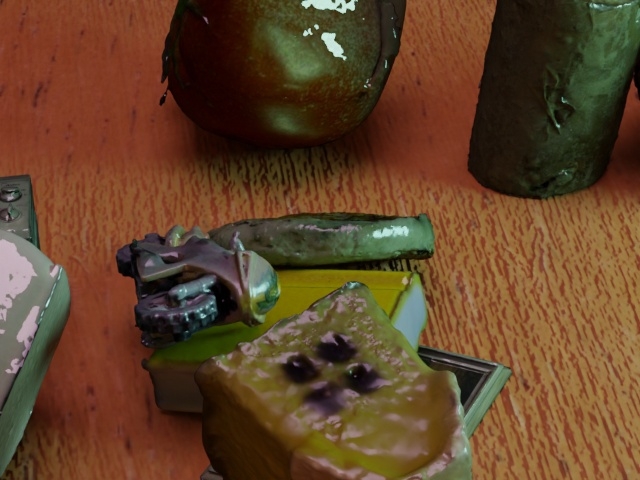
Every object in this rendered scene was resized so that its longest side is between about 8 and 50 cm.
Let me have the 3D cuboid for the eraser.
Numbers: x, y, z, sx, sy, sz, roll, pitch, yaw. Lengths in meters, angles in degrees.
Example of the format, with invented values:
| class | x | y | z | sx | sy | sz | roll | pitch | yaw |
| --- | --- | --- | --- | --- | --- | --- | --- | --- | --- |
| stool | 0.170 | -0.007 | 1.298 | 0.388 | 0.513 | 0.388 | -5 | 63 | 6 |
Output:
| class | x | y | z | sx | sy | sz | roll | pitch | yaw |
| --- | --- | --- | --- | --- | --- | --- | --- | --- | --- |
| eraser | -0.025 | 0.091 | 1.764 | 0.226 | 0.069 | 0.158 | 1 | 32 | 21 |

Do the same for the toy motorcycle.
| class | x | y | z | sx | sy | sz | roll | pitch | yaw |
| --- | --- | --- | --- | --- | --- | --- | --- | --- | --- |
| toy motorcycle | -0.109 | 0.036 | 1.742 | 0.130 | 0.094 | 0.229 | -13 | 19 | -8 |

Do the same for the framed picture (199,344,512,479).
| class | x | y | z | sx | sy | sz | roll | pitch | yaw |
| --- | --- | --- | --- | --- | --- | --- | --- | --- | --- |
| framed picture | 0.036 | 0.159 | 1.736 | 0.197 | 0.014 | 0.252 | 12 | 36 | 22 |

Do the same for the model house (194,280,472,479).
| class | x | y | z | sx | sy | sz | roll | pitch | yaw |
| --- | --- | --- | --- | --- | --- | --- | --- | --- | --- |
| model house | 0.029 | 0.186 | 1.523 | 0.175 | 0.193 | 0.234 | -22 | 45 | -18 |

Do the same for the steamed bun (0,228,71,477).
| class | x | y | z | sx | sy | sz | roll | pitch | yaw |
| --- | --- | --- | --- | --- | --- | --- | --- | --- | --- |
| steamed bun | -0.322 | 0.105 | 1.640 | 0.164 | 0.146 | 0.241 | 18 | 68 | 5 |

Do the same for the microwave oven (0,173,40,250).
| class | x | y | z | sx | sy | sz | roll | pitch | yaw |
| --- | --- | --- | --- | --- | --- | --- | --- | --- | --- |
| microwave oven | -0.360 | 0.038 | 1.806 | 0.205 | 0.163 | 0.129 | -6 | 32 | -5 |

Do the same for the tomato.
| class | x | y | z | sx | sy | sz | roll | pitch | yaw |
| --- | --- | --- | --- | --- | --- | --- | --- | --- | --- |
| tomato | -0.036 | -0.239 | 2.111 | 0.239 | 0.303 | 0.303 | 14 | 31 | -11 |

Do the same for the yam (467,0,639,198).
| class | x | y | z | sx | sy | sz | roll | pitch | yaw |
| --- | --- | --- | --- | --- | --- | --- | --- | --- | --- |
| yam | 0.249 | -0.199 | 2.035 | 0.168 | 0.304 | 0.168 | 6 | 36 | -5 |

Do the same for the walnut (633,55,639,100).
| class | x | y | z | sx | sy | sz | roll | pitch | yaw |
| --- | --- | --- | --- | --- | --- | --- | --- | --- | --- |
| walnut | 0.425 | -0.170 | 2.067 | 0.203 | 0.203 | 0.298 | -3 | 15 | -2 |

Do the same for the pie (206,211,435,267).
| class | x | y | z | sx | sy | sz | roll | pitch | yaw |
| --- | --- | --- | --- | --- | --- | --- | --- | --- | --- |
| pie | 0.000 | 0.000 | 1.898 | 0.241 | 0.054 | 0.240 | -3 | 2 | 0 |
